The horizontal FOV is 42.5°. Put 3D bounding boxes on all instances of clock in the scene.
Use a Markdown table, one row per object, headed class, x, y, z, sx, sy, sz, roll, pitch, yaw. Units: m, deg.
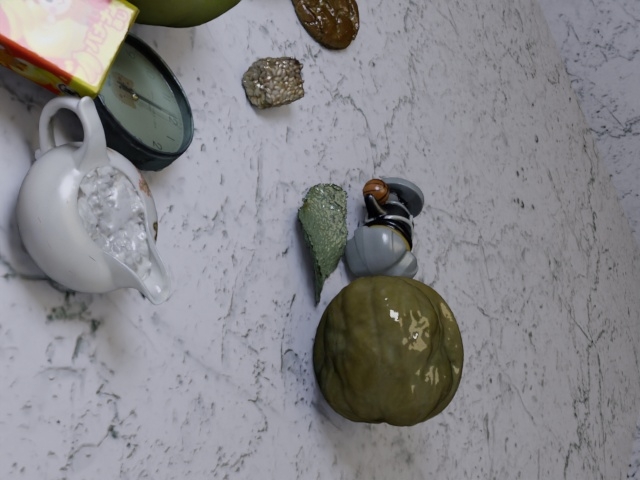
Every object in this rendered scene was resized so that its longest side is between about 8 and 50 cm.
| class | x | y | z | sx | sy | sz | roll | pitch | yaw |
| --- | --- | --- | --- | --- | --- | --- | --- | --- | --- |
| clock | -0.278 | -0.212 | 1.225 | 0.226 | 0.049 | 0.226 | 40 | 34 | -36 |

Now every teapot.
| class | x | y | z | sx | sy | sz | roll | pitch | yaw |
| --- | --- | --- | --- | --- | --- | --- | --- | --- | --- |
| teapot | -0.304 | -0.043 | 1.099 | 0.204 | 0.139 | 0.298 | -41 | 112 | -48 |

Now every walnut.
| class | x | y | z | sx | sy | sz | roll | pitch | yaw |
| --- | --- | --- | --- | --- | --- | --- | --- | --- | --- |
| walnut | 0.119 | 0.199 | 1.483 | 0.282 | 0.253 | 0.276 | 0 | 81 | -54 |

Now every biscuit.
| class | x | y | z | sx | sy | sz | roll | pitch | yaw |
| --- | --- | --- | --- | --- | --- | --- | --- | --- | --- |
| biscuit | 0.013 | -0.513 | 1.762 | 0.226 | 0.042 | 0.225 | 21 | 63 | -47 |

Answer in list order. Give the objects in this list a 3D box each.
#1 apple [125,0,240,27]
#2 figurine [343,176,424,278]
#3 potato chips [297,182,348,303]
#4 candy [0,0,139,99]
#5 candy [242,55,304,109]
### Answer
| class | x | y | z | sx | sy | sz | roll | pitch | yaw |
| --- | --- | --- | --- | --- | --- | --- | --- | --- | --- |
| apple | -0.262 | -0.479 | 1.159 | 0.312 | 0.320 | 0.360 | -37 | 79 | -31 |
| figurine | 0.131 | -0.016 | 1.677 | 0.176 | 0.133 | 0.236 | 47 | 43 | -33 |
| potato chips | 0.007 | -0.003 | 1.572 | 0.167 | 0.059 | 0.228 | 60 | 33 | -31 |
| candy | -0.385 | -0.298 | 1.036 | 0.276 | 0.088 | 0.146 | 27 | 70 | -26 |
| candy | -0.085 | -0.293 | 1.524 | 0.110 | 0.085 | 0.095 | -29 | 108 | -43 |
